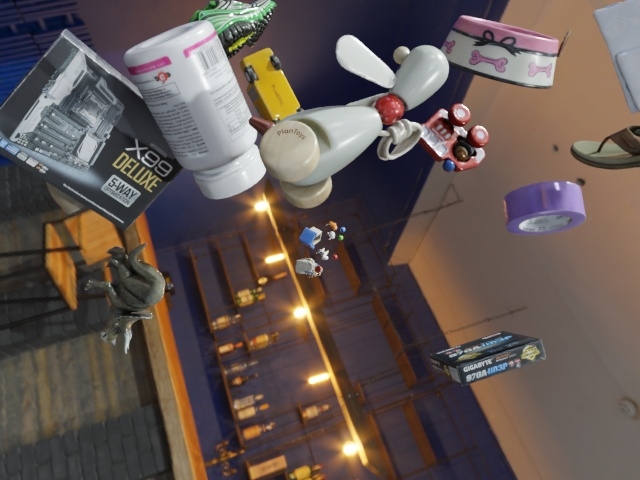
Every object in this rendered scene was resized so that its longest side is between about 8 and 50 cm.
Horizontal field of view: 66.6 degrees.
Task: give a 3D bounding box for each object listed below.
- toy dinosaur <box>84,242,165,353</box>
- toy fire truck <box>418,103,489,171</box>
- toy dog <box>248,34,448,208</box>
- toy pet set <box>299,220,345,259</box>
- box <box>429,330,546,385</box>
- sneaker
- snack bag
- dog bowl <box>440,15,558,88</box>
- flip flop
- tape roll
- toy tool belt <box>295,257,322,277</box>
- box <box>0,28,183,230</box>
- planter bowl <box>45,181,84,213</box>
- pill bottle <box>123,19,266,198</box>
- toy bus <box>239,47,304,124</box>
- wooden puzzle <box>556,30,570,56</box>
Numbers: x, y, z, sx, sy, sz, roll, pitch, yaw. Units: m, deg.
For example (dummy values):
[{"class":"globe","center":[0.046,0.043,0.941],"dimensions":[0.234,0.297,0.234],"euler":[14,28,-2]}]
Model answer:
[{"class":"toy dinosaur","center":[-0.394,0.092,1.042],"dimensions":[0.160,0.313,0.121],"euler":[40,32,-10]},{"class":"toy fire truck","center":[0.564,-0.421,2.112],"dimensions":[0.302,0.254,0.169],"euler":[47,-25,-4]},{"class":"toy dog","center":[0.023,-0.199,0.757],"dimensions":[0.161,0.334,0.220],"euler":[48,-28,17]},{"class":"toy pet set","center":[0.000,0.000,1.475],"dimensions":[0.114,0.065,0.122],"euler":[29,-52,22]},{"class":"box","center":[0.404,0.285,1.197],"dimensions":[0.175,0.220,0.051],"euler":[152,-77,-81]},{"class":"sneaker","center":[-0.238,-0.633,1.376],"dimensions":[0.146,0.343,0.134],"euler":[40,-51,-6]},{"class":"snack bag","center":[0.885,-0.508,1.184],"dimensions":[0.037,0.323,0.342],"euler":[29,50,-54]},{"class":"dog bowl","center":[0.621,-0.657,1.678],"dimensions":[0.408,0.408,0.150],"euler":[-123,-142,-51]},{"class":"flip flop","center":[0.647,-0.190,0.976],"dimensions":[0.277,0.112,0.080],"euler":[21,-51,57]},{"class":"tape roll","center":[0.576,-0.080,1.261],"dimensions":[0.189,0.189,0.080],"euler":[116,-25,-70]},{"class":"toy tool belt","center":[-0.025,0.076,1.335],"dimensions":[0.051,0.083,0.052],"euler":[27,74,-63]},{"class":"box","center":[-0.428,-0.198,0.939],"dimensions":[0.307,0.242,0.076],"euler":[40,9,-35]},{"class":"planter bowl","center":[-0.542,-0.152,1.082],"dimensions":[0.109,0.162,0.162],"euler":[54,-2,-31]},{"class":"pill bottle","center":[-0.212,-0.227,0.881],"dimensions":[0.160,0.160,0.283],"euler":[53,-13,57]},{"class":"toy bus","center":[-0.138,-0.428,1.557],"dimensions":[0.332,0.108,0.130],"euler":[62,-16,-9]},{"class":"wooden puzzle","center":[0.653,-0.528,1.310],"dimensions":[0.006,0.049,0.083],"euler":[28,-26,23]}]
